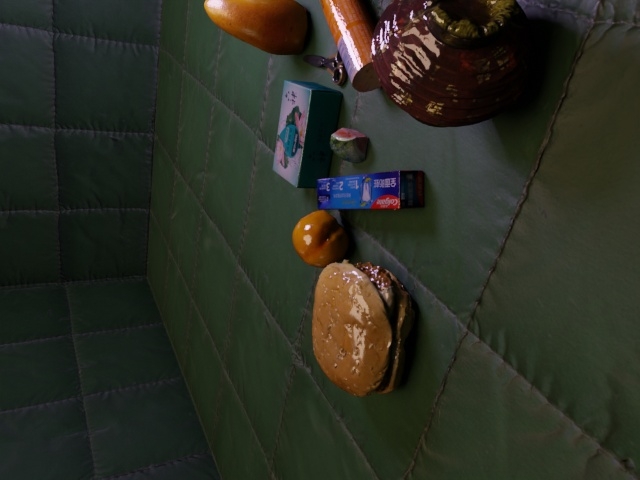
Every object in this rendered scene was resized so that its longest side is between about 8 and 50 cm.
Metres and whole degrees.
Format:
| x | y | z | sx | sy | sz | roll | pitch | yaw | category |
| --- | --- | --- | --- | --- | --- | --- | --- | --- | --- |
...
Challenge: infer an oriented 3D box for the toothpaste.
| x | y | z | sx | sy | sz | roll | pitch | yaw | category |
| --- | --- | --- | --- | --- | --- | --- | --- | --- | --- |
| 0.096 | -0.105 | 1.105 | 0.320 | 0.066 | 0.077 | 7 | 99 | 59 | toothpaste |

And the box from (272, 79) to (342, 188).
| x | y | z | sx | sy | sz | roll | pitch | yaw | category |
| --- | --- | --- | --- | --- | --- | --- | --- | --- | --- |
| -0.039 | -0.271 | 1.294 | 0.153 | 0.092 | 0.245 | 40 | 127 | 52 | box |

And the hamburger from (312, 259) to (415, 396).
| x | y | z | sx | sy | sz | roll | pitch | yaw | category |
| --- | --- | --- | --- | --- | --- | --- | --- | --- | --- |
| 0.078 | 0.184 | 1.092 | 0.259 | 0.144 | 0.284 | 21 | 105 | 61 | hamburger |

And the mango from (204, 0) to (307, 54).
| x | y | z | sx | sy | sz | roll | pitch | yaw | category |
| --- | --- | --- | --- | --- | --- | --- | --- | --- | --- |
| -0.168 | -0.580 | 1.320 | 0.138 | 0.256 | 0.187 | -57 | 45 | 46 | mango |

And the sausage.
| x | y | z | sx | sy | sz | roll | pitch | yaw | category |
| --- | --- | --- | --- | --- | --- | --- | --- | --- | --- |
| 0.064 | -0.468 | 1.096 | 0.093 | 0.092 | 0.312 | -50 | 51 | 50 | sausage |

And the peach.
| x | y | z | sx | sy | sz | roll | pitch | yaw | category |
| --- | --- | --- | --- | --- | --- | --- | --- | --- | --- |
| 0.000 | 0.000 | 1.208 | 0.138 | 0.138 | 0.138 | 11 | 102 | 59 | peach |

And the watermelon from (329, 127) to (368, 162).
| x | y | z | sx | sy | sz | roll | pitch | yaw | category |
| --- | --- | --- | --- | --- | --- | --- | --- | --- | --- |
| 0.071 | -0.215 | 1.158 | 0.084 | 0.072 | 0.092 | 44 | 170 | 35 | watermelon |

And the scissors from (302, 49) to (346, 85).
| x | y | z | sx | sy | sz | roll | pitch | yaw | category |
| --- | --- | --- | --- | --- | --- | --- | --- | --- | --- |
| 0.008 | -0.446 | 1.270 | 0.220 | 0.017 | 0.088 | 40 | 127 | 53 | scissors |

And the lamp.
| x | y | z | sx | sy | sz | roll | pitch | yaw | category |
| --- | --- | --- | --- | --- | --- | --- | --- | --- | --- |
| 0.194 | -0.282 | 0.749 | 0.247 | 0.246 | 0.247 | 11 | 102 | 59 | lamp |
